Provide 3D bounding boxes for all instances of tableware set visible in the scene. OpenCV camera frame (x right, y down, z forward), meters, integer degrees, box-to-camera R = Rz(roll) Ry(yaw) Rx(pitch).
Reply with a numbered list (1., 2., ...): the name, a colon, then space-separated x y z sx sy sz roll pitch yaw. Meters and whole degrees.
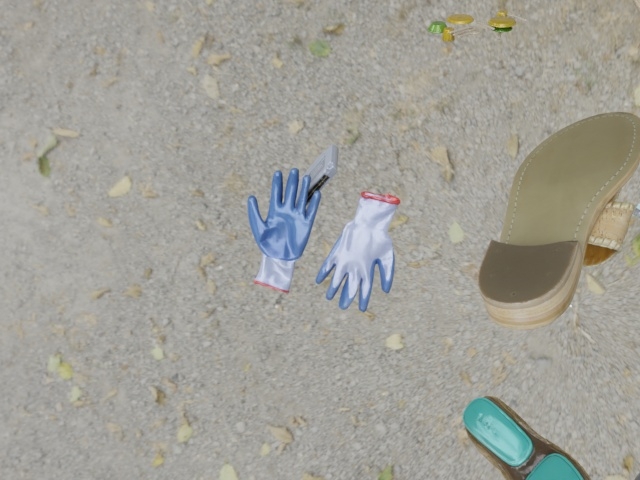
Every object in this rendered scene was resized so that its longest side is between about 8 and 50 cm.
1. tableware set: 0.269 -0.372 1.162 0.154 0.024 0.104 -20 39 -20

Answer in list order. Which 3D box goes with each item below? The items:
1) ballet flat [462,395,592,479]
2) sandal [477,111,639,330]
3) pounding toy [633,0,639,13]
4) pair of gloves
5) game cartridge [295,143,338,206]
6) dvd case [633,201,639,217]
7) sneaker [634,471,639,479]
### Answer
1. ballet flat: 0.361 0.385 1.086 0.116 0.124 0.342 -50 32 2
2. sandal: 0.187 -0.003 0.506 0.088 0.240 0.079 3 129 39
3. pounding toy: 0.226 -0.228 0.430 0.094 0.181 0.206 -27 108 33
4. pair of gloves: 0.000 0.000 0.823 0.198 0.023 0.159 15 103 3
5. game cartridge: -0.005 -0.082 0.851 0.083 0.017 0.056 -45 29 35
6. dvd case: 0.410 -0.055 0.717 0.087 0.013 0.119 41 105 31
7. sneaker: 0.332 0.130 0.502 0.127 0.321 0.126 65 147 36
